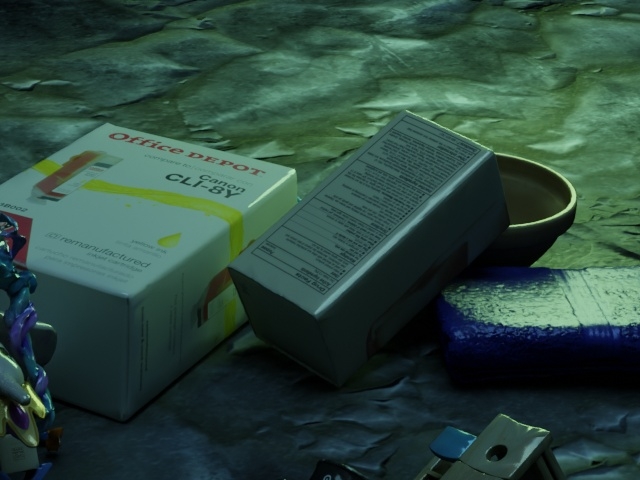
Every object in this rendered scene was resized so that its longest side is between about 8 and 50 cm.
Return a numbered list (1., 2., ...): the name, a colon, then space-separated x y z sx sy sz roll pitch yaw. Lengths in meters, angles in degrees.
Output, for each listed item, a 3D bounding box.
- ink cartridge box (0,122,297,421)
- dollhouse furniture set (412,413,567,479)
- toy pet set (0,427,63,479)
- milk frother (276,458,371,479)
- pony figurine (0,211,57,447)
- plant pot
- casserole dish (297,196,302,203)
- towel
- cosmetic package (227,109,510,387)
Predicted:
1. ink cartridge box: -0.234 0.020 2.137 0.279 0.160 0.384 15 28 23
2. dollhouse furniture set: 0.129 0.240 1.731 0.129 0.129 0.183 -44 36 -23
3. toy pet set: -0.303 0.226 1.849 0.122 0.065 0.114 -8 -7 -28
4. milk frother: 0.006 0.291 1.693 0.129 0.143 0.135 0 50 56
5. pony figurine: -0.396 0.065 1.790 0.303 0.363 0.351 -25 -6 -32
6. plant pot: 0.195 -0.018 2.320 0.237 0.110 0.237 3 26 -2
7. casserole dish: 0.000 0.000 2.289 0.114 0.037 0.188 41 3 -34
8. towel: 0.278 0.096 2.147 0.308 0.076 0.227 0 19 -5
9. cosmetic package: 0.059 0.005 2.108 0.296 0.129 0.153 -41 48 -22
